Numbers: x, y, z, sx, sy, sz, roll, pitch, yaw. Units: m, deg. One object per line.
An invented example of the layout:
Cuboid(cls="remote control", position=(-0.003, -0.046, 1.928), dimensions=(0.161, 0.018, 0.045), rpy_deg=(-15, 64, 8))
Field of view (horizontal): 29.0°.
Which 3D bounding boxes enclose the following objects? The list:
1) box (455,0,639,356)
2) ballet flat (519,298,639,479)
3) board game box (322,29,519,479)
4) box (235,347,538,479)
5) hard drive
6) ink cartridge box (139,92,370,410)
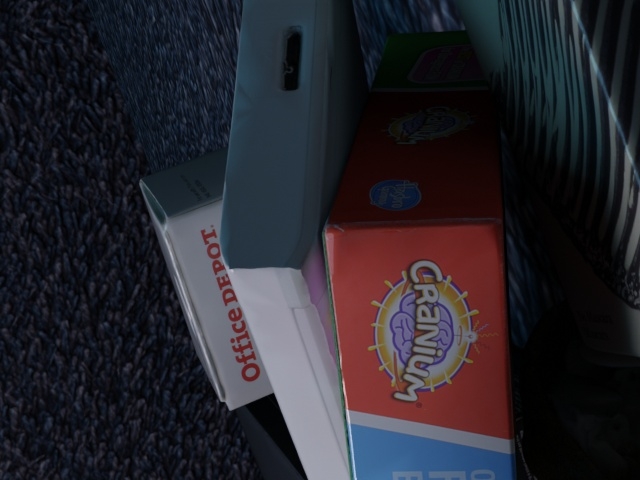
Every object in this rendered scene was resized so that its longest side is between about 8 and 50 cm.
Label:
Cuboid(cls="box", position=(0.115, -0.097, 0.479), dimensions=(0.113, 0.094, 0.275), rpy_deg=(164, 84, -78))
Cuboid(cls="ballet flat", position=(0.179, 0.108, 0.513), dimensions=(0.348, 0.123, 0.123), rpy_deg=(-138, 29, -67))
Cuboid(cls="board game box", position=(0.062, 0.047, 0.612), dimensions=(0.316, 0.064, 0.242), rpy_deg=(-72, -22, -67))
Cuboid(cls="box", position=(0.058, 0.145, 0.893), dimensions=(0.261, 0.184, 0.103), rpy_deg=(-147, 38, -69))
Cuboid(cls="hard drive", position=(0.007, 0.012, 0.619), dimensions=(0.307, 0.040, 0.203), rpy_deg=(74, -164, -55))
Cuboid(cls="ink cartridge box", position=(0.000, 0.000, 0.839), dimensions=(0.087, 0.208, 0.153), rpy_deg=(-134, 26, -60))
